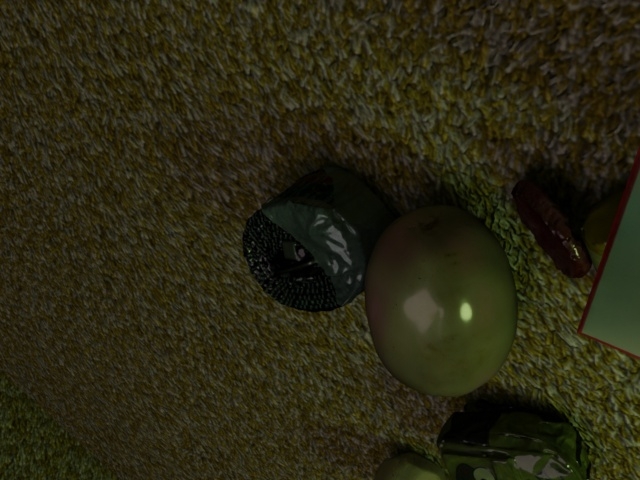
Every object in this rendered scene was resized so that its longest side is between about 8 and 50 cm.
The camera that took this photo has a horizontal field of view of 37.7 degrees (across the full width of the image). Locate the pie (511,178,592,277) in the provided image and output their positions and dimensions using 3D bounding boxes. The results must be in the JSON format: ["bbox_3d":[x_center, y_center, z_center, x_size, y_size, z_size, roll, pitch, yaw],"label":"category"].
[{"bbox_3d":[0.306,-0.014,1.242,0.154,0.036,0.154,55,-179,-1],"label":"pie"}]

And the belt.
[{"bbox_3d":[0.000,0.000,1.485,0.258,0.150,0.207,-19,106,48],"label":"belt"}]

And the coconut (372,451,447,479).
[{"bbox_3d":[0.170,0.521,1.887,0.161,0.162,0.161,23,141,20],"label":"coconut"}]

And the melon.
[{"bbox_3d":[0.174,0.094,1.368,0.223,0.223,0.316,15,141,29],"label":"melon"}]

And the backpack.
[{"bbox_3d":[0.339,0.377,1.615,0.253,0.140,0.207,-6,125,36],"label":"backpack"}]

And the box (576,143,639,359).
[{"bbox_3d":[0.471,-0.035,0.907,0.312,0.300,0.314,24,142,20],"label":"box"}]

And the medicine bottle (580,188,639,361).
[{"bbox_3d":[0.417,0.043,1.194,0.124,0.124,0.238,-2,128,42],"label":"medicine bottle"}]
